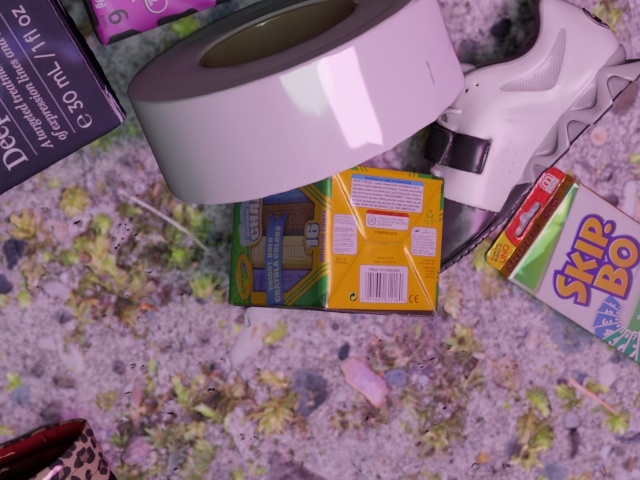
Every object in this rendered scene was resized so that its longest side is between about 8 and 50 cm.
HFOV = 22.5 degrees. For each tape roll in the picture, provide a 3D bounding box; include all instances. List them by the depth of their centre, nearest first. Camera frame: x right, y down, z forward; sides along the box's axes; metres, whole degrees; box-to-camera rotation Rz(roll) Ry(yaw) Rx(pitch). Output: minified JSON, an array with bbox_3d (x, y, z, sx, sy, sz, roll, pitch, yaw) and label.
[{"bbox_3d":[-0.021,-0.140,1.412,0.286,0.286,0.100,-23,110,-6],"label":"tape roll"}]

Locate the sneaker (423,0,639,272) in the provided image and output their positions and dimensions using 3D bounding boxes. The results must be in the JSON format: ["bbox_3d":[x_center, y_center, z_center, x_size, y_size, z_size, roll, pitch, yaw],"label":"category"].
[{"bbox_3d":[0.153,-0.098,1.570,0.146,0.122,0.330,41,95,-3],"label":"sneaker"}]

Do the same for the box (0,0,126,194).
[{"bbox_3d":[-0.414,-0.153,1.316,0.395,0.212,0.293,-30,129,-2],"label":"box"}]

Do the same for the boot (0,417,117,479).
[{"bbox_3d":[-0.313,0.370,1.577,0.377,0.138,0.284,-28,112,-8],"label":"boot"}]

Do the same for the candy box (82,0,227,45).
[{"bbox_3d":[-0.119,-0.291,1.456,0.233,0.071,0.159,-22,110,-7],"label":"candy box"}]

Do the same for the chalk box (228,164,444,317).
[{"bbox_3d":[0.000,0.000,1.505,0.132,0.213,0.132,4,88,-34],"label":"chalk box"}]

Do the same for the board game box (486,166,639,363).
[{"bbox_3d":[0.305,0.037,1.681,0.259,0.039,0.124,32,97,-17],"label":"board game box"}]
